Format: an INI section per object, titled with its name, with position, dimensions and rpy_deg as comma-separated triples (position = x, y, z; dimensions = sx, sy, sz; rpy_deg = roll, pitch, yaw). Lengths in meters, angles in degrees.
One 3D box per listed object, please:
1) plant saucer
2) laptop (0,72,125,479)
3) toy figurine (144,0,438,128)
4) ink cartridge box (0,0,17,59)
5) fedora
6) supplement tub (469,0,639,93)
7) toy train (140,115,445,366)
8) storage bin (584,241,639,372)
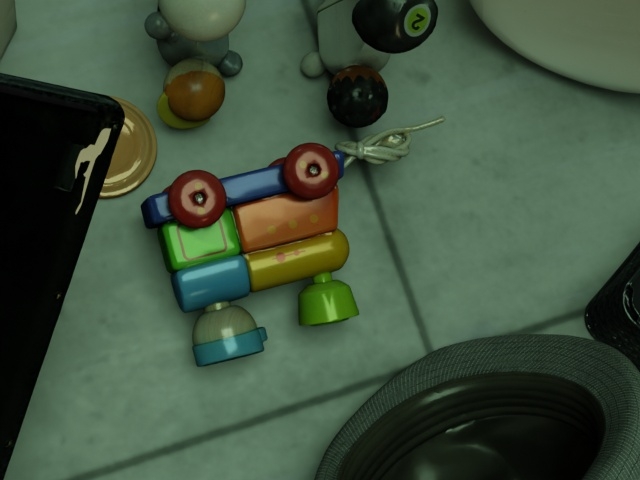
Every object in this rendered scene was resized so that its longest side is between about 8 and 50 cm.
[plant saucer]
position = -0.169, -0.074, 1.042
dimensions = 0.083, 0.013, 0.083
rpy_deg = 3, 76, -11
[laptop]
position = -0.384, -0.014, 0.834
dimensions = 0.408, 0.382, 0.236
rpy_deg = 10, 31, -24
[toy figurine]
position = -0.026, -0.173, 0.990
dimensions = 0.213, 0.209, 0.148
rpy_deg = 1, 65, -11
[ink cartridge box]
position = -0.325, -0.160, 0.919
dimensions = 0.171, 0.232, 0.168
rpy_deg = 25, 73, -3
[fedora]
position = 0.122, 0.190, 0.948
dimensions = 0.244, 0.275, 0.124
rpy_deg = -6, 115, 25
[supplement tub]
position = 0.268, -0.308, 1.063
dimensions = 0.235, 0.235, 0.325
rpy_deg = 22, 74, -5
[toy train]
position = 0.000, 0.000, 1.015
dimensions = 0.248, 0.105, 0.143
rpy_deg = -14, 90, -14
[storage bin]
position = 0.318, 0.074, 1.060
dimensions = 0.180, 0.084, 0.122
rpy_deg = 42, 73, 2
